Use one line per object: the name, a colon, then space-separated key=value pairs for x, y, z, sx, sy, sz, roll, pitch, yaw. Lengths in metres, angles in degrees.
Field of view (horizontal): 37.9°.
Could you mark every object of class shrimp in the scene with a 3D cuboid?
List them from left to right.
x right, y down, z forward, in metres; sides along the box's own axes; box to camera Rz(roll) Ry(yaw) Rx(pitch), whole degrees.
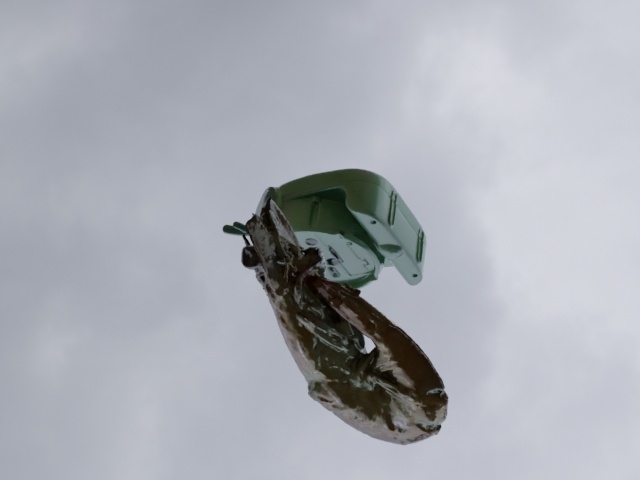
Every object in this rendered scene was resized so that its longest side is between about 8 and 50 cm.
shrimp: x=0.011 y=0.053 z=0.533 sx=0.099 sy=0.180 sz=0.041 roll=-4 pitch=-146 yaw=50

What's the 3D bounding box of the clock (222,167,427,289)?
clock: x=0.000 y=0.000 z=1.005 sx=0.211 sy=0.159 sz=0.066 roll=-10 pitch=-127 yaw=29
